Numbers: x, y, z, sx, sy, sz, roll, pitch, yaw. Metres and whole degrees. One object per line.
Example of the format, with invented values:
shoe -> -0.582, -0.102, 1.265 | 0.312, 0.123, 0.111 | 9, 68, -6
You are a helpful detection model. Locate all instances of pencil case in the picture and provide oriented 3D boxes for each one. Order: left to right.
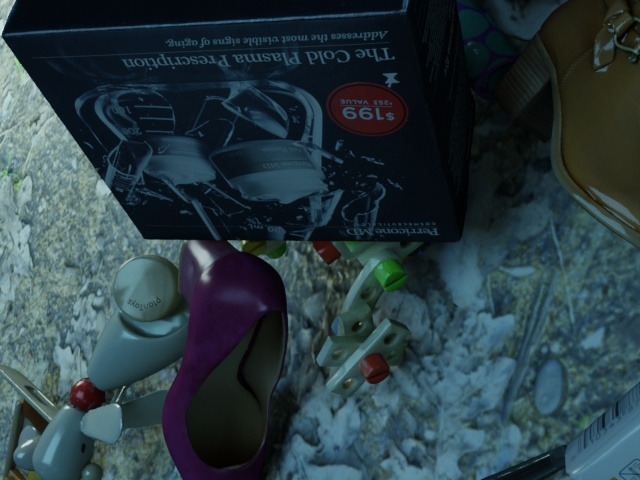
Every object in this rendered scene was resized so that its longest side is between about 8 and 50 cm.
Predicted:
pencil case -> 0.160, -0.218, 1.053 | 0.064, 0.070, 0.152 | 106, 145, -51

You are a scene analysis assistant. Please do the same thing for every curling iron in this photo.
curling iron -> 0.144, 0.272, 0.980 | 0.274, 0.035, 0.068 | -44, 58, 30

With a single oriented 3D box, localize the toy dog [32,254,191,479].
toy dog -> -0.219, 0.175, 1.273 | 0.161, 0.220, 0.334 | 31, 113, 11

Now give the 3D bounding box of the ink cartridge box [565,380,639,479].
ink cartridge box -> 0.385, 0.153, 0.673 | 0.307, 0.072, 0.303 | 40, 110, -3

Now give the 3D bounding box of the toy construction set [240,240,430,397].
toy construction set -> 0.000, 0.000, 1.100 | 0.215, 0.151, 0.328 | -37, 62, 3

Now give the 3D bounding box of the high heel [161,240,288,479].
high heel -> -0.093, 0.184, 1.085 | 0.181, 0.127, 0.377 | 40, 141, 54

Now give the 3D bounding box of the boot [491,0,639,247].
boot -> 0.300, -0.130, 0.887 | 0.220, 0.109, 0.283 | -47, 45, 22

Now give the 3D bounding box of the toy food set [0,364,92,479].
toy food set -> -0.444, 0.364, 1.473 | 0.219, 0.092, 0.306 | 25, 106, 45

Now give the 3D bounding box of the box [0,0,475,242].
box -> -0.048, -0.152, 0.922 | 0.343, 0.312, 0.179 | 1, 58, 17
